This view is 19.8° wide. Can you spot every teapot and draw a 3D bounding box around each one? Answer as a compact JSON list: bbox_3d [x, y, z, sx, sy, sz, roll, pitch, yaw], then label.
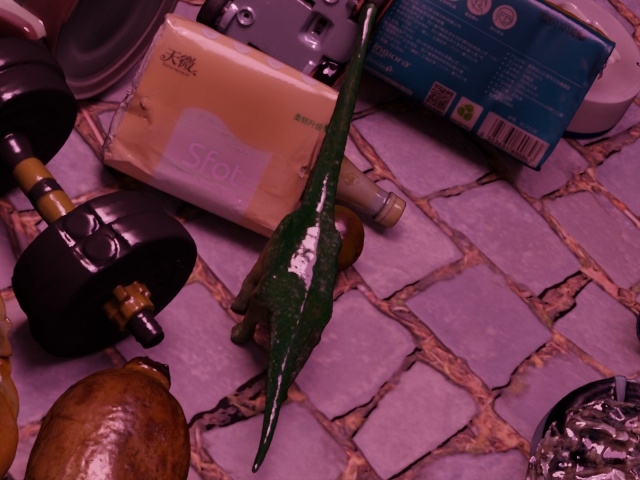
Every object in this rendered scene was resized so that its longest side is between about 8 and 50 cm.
[{"bbox_3d":[-0.354,-0.312,1.996,0.312,0.233,0.315,35,39,17],"label":"teapot"}]

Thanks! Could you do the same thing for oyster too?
[{"bbox_3d":[0.332,0.233,1.858,0.252,0.087,0.199,16,63,-6],"label":"oyster"}]

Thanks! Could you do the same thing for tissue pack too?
[{"bbox_3d":[0.197,-0.234,2.253,0.271,0.192,0.134,31,10,-2],"label":"tissue pack"},{"bbox_3d":[-0.107,-0.123,1.987,0.222,0.186,0.090,25,11,-11],"label":"tissue pack"}]

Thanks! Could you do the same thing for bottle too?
[{"bbox_3d":[-0.022,-0.097,2.088,0.270,0.083,0.083,33,42,-6],"label":"bottle"}]

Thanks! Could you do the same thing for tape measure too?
[{"bbox_3d":[0.314,0.235,1.944,0.181,0.107,0.182,34,57,-3],"label":"tape measure"}]

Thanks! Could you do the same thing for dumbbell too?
[{"bbox_3d":[-0.271,-0.045,1.816,0.185,0.185,0.388,-20,62,-41],"label":"dumbbell"}]

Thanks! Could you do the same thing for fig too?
[{"bbox_3d":[0.005,-0.005,2.028,0.088,0.074,0.074,22,38,22],"label":"fig"}]

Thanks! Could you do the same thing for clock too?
[{"bbox_3d":[0.316,-0.243,2.425,0.230,0.083,0.230,18,43,-18],"label":"clock"}]

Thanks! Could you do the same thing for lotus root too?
[{"bbox_3d":[-0.191,0.205,1.669,0.145,0.128,0.260,36,46,-16],"label":"lotus root"}]

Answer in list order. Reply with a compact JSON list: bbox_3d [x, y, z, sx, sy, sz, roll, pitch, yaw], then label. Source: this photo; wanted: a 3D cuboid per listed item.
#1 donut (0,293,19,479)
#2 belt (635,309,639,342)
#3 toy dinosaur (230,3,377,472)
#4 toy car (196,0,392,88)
[{"bbox_3d":[-0.423,0.119,1.588,0.360,0.170,0.360,15,50,-19],"label":"donut"},{"bbox_3d":[0.463,0.104,2.135,0.190,0.141,0.082,30,43,-6],"label":"belt"},{"bbox_3d":[0.000,0.000,1.845,0.087,0.301,0.447,19,42,-17],"label":"toy dinosaur"},{"bbox_3d":[-0.002,-0.306,2.165,0.180,0.270,0.212,36,33,1],"label":"toy car"}]
